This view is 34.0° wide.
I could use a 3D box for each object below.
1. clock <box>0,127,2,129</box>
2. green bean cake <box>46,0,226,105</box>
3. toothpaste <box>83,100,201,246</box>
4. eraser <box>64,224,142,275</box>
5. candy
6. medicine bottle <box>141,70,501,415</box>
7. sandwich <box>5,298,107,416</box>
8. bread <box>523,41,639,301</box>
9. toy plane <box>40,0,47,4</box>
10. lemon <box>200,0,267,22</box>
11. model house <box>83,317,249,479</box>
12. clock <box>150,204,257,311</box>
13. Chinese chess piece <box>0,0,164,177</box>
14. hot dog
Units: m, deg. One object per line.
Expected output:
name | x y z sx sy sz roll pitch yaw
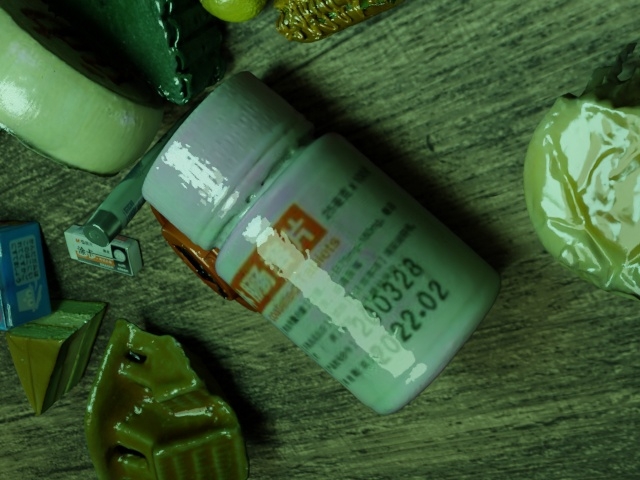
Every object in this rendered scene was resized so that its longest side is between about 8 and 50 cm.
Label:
clock | -0.620 -0.211 1.546 0.231 0.116 0.262 -29 102 44
green bean cake | -0.223 -0.271 1.242 0.208 0.107 0.193 11 129 28
toothpaste | -0.207 -0.082 1.272 0.039 0.239 0.062 29 141 5
eraser | -0.325 0.014 1.568 0.122 0.029 0.052 13 128 26
candy | -0.581 0.050 1.691 0.306 0.100 0.157 0 102 32
medicine bottle | 0.000 0.000 1.208 0.388 0.219 0.219 42 135 1
sandwich | -0.405 0.197 1.693 0.144 0.117 0.187 9 125 33
bread | 0.386 -0.023 0.985 0.388 0.183 0.236 27 117 23
toy plane | -0.470 -0.321 1.394 0.246 0.078 0.169 32 134 20
lemon | -0.093 -0.278 1.179 0.092 0.065 0.065 -7 123 -3
model house | -0.222 0.271 1.585 0.239 0.173 0.268 16 131 25
clock | -0.149 0.018 1.380 0.205 0.051 0.205 43 166 13
Chinese chess piece | -0.317 -0.190 1.251 0.270 0.270 0.112 39 102 4
hot dog | 0.017 -0.260 1.123 0.188 0.055 0.072 -15 113 39
